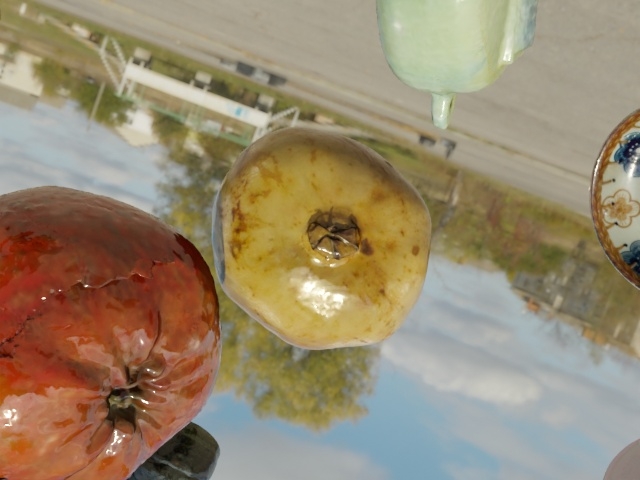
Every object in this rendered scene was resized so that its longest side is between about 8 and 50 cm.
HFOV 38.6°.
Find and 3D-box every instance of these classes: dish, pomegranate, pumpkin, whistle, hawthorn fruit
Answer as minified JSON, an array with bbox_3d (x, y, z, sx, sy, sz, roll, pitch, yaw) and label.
[{"bbox_3d":[0.268,-0.031,0.632,0.078,0.141,0.141,-12,-155,-38],"label":"dish"},{"bbox_3d":[0.000,0.000,0.956,0.248,0.248,0.248,20,-175,-2],"label":"pomegranate"},{"bbox_3d":[-0.217,0.332,1.246,0.119,0.183,0.107,23,-137,-7],"label":"pumpkin"},{"bbox_3d":[0.068,-0.175,0.403,0.067,0.258,0.126,7,-158,19],"label":"whistle"},{"bbox_3d":[-0.250,0.067,0.809,0.307,0.276,0.276,37,-168,24],"label":"hawthorn fruit"}]

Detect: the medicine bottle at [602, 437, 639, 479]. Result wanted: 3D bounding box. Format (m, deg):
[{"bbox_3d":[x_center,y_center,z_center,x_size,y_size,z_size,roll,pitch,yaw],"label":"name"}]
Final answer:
[{"bbox_3d":[0.370,0.318,0.869,0.152,0.152,0.254,29,147,59],"label":"medicine bottle"}]
